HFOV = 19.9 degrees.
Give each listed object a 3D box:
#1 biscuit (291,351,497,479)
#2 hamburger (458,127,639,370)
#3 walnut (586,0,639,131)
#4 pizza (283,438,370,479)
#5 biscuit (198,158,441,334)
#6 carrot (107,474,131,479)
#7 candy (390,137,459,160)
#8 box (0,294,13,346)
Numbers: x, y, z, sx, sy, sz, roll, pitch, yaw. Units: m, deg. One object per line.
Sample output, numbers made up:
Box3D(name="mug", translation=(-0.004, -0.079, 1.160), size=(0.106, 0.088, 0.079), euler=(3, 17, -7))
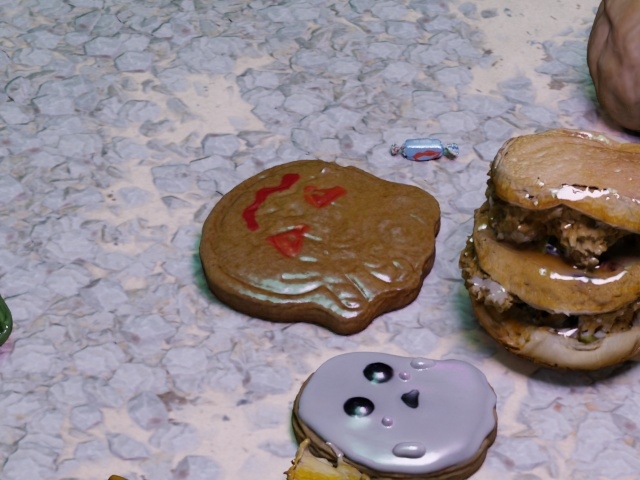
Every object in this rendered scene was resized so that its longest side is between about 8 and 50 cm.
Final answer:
Box3D(name="biscuit", translation=(0.076, 0.173, 1.834), size=(0.208, 0.049, 0.181), euler=(9, 38, 3))
Box3D(name="hamburger", translation=(0.264, 0.000, 1.935), size=(0.260, 0.211, 0.245), euler=(-22, 37, -36))
Box3D(name="walnut", translation=(0.483, -0.249, 2.227), size=(0.296, 0.285, 0.285), euler=(23, 42, 13))
Box3D(name="pizza", translation=(0.041, 0.280, 1.659), size=(0.189, 0.071, 0.297), euler=(-2, 35, -43))
Box3D(name="biscuit", translation=(0.000, -0.001, 2.048), size=(0.257, 0.049, 0.273), euler=(17, 42, 15))
Box3D(name="carrot", translation=(-0.089, 0.294, 1.656), size=(0.069, 0.069, 0.336), euler=(-28, 45, -34))
Box3D(name="candy", translation=(0.127, -0.110, 2.212), size=(0.083, 0.020, 0.030), euler=(-1, 36, -3))
Box3D(name="box", translation=(-0.503, 0.028, 1.863), size=(0.328, 0.178, 0.253), euler=(-18, 42, -25))
